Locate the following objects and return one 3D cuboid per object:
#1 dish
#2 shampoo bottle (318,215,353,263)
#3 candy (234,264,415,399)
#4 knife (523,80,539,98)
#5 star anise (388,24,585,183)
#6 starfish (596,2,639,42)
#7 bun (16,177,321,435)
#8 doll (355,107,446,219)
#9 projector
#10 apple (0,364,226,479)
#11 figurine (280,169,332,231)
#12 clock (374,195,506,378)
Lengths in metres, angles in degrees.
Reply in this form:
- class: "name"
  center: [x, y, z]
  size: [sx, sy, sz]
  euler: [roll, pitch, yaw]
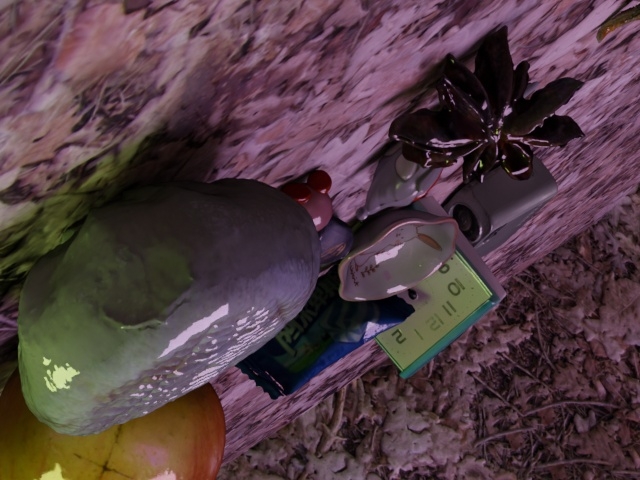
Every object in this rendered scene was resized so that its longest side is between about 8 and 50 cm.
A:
- class: "dish"
  center: [0.112, 0.006, 2.196]
  size: [0.229, 0.081, 0.229]
  euler: [-20, 150, -12]
- class: "shampoo bottle"
  center: [0.000, 0.000, 1.979]
  size: [0.087, 0.049, 0.233]
  euler: [-36, 169, 7]
- class: "candy"
  center: [-0.014, 0.144, 2.230]
  size: [0.331, 0.187, 0.077]
  euler: [-29, 139, -33]
- class: "knife"
  center: [0.222, -0.147, 1.984]
  size: [0.343, 0.027, 0.061]
  euler: [-40, -176, -33]
- class: "star anise"
  center: [0.215, -0.155, 1.712]
  size: [0.282, 0.129, 0.212]
  euler: [1, 135, -14]
- class: "starfish"
  center: [0.591, -0.420, 1.987]
  size: [0.358, 0.078, 0.347]
  euler: [-29, 162, -18]
- class: "bun"
  center: [-0.162, 0.049, 1.346]
  size: [0.354, 0.194, 0.354]
  euler: [-33, 171, -6]
- class: "doll"
  center: [0.135, -0.107, 1.856]
  size: [0.227, 0.102, 0.075]
  euler: [-40, 124, 10]
- class: "projector"
  center: [0.308, -0.045, 2.565]
  size: [0.198, 0.108, 0.250]
  euler: [-29, 168, -34]
- class: "apple"
  center: [-0.255, 0.241, 1.605]
  size: [0.286, 0.286, 0.233]
  euler: [-4, 117, -69]
- class: "figurine"
  center: [-0.020, -0.041, 1.719]
  size: [0.083, 0.067, 0.071]
  euler: [-12, 138, -26]
- class: "clock"
  center: [0.178, 0.078, 2.366]
  size: [0.116, 0.231, 0.262]
  euler: [-29, 167, -51]
